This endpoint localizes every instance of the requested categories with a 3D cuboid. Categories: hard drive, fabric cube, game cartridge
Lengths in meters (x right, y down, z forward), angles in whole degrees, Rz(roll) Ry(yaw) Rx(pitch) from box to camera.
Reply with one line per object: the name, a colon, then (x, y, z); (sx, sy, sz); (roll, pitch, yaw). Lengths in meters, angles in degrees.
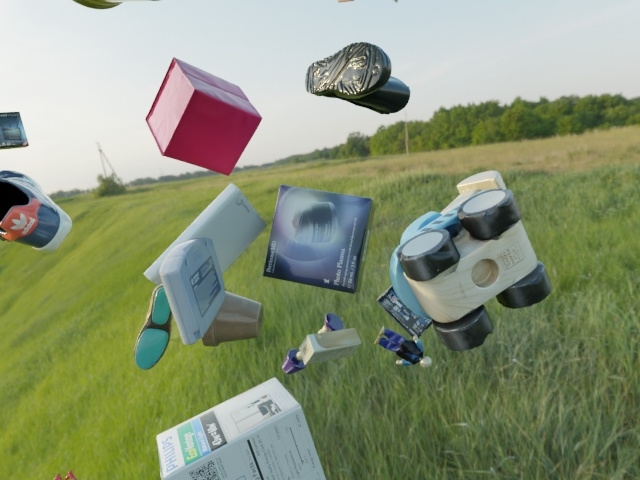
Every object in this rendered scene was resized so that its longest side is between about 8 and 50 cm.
hard drive: (-0.331, 0.022, 1.357); (0.047, 0.233, 0.353); (35, 77, 29)
fabric cube: (-0.405, -0.418, 1.538); (0.258, 0.254, 0.259); (11, 34, -43)
game cartridge: (-0.302, 0.100, 1.090); (0.062, 0.197, 0.297); (-17, 12, 4)

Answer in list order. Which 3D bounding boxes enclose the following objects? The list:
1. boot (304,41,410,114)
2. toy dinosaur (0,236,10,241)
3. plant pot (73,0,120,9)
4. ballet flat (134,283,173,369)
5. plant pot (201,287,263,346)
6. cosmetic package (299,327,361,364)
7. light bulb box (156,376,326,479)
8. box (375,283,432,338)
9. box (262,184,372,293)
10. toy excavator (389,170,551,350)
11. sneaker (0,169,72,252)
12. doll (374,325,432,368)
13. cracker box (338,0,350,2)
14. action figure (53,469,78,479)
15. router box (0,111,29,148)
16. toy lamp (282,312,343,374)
boot: (0.114, -0.322, 0.918); (0.207, 0.094, 0.247); (1, 9, -34)
toy dinosaur: (-0.977, -0.061, 1.280); (0.219, 0.164, 0.322); (-11, -25, 26)
plant pot: (-0.484, -0.693, 1.085); (0.254, 0.275, 0.276); (25, 27, 27)
ballet flat: (-0.380, 0.198, 1.053); (0.073, 0.206, 0.067); (20, -1, -14)
plant pot: (-0.372, 0.336, 1.944); (0.230, 0.262, 0.263); (5, 11, 3)
cosmetic package: (0.020, 0.220, 0.938); (0.115, 0.060, 0.041); (-1, 50, -30)
light bulb box: (-0.196, 0.630, 1.197); (0.362, 0.357, 0.225); (-21, 11, -21)
box: (0.357, 0.258, 1.786); (0.175, 0.220, 0.051); (-45, -5, -5)
box: (0.000, 0.000, 1.423); (0.295, 0.295, 0.183); (9, -4, 11)
toy excavator: (0.323, -0.019, 1.026); (0.433, 0.222, 0.445); (-32, 17, -5)
sneaker: (-0.705, -0.096, 0.990); (0.350, 0.131, 0.148); (24, -9, 28)
doll: (0.271, 0.354, 1.447); (0.189, 0.129, 0.046); (27, 26, 13)
cracker box: (0.089, -0.843, 1.304); (0.067, 0.232, 0.155); (16, 51, 38)
action figure: (-0.383, 0.418, 0.714); (0.115, 0.030, 0.038); (29, -1, 28)
router box: (-0.839, -0.283, 1.166); (0.038, 0.091, 0.123); (-2, 14, 45)
toy lamp: (-0.032, 0.346, 1.470); (0.274, 0.080, 0.080); (-47, -8, 26)
